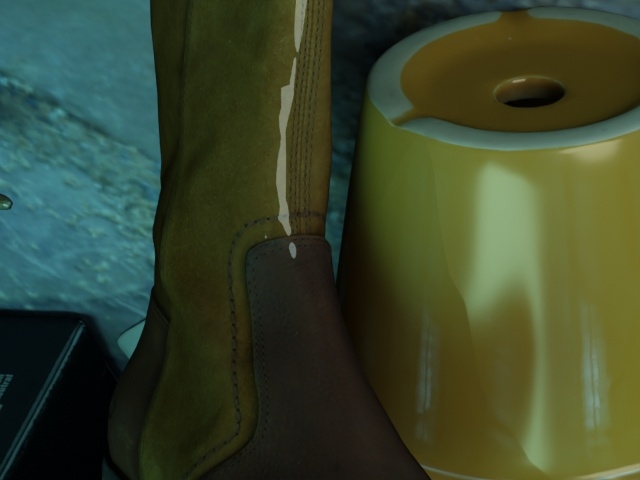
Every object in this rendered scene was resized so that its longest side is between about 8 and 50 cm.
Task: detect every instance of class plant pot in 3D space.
[{"bbox_3d":[0.087,0.015,0.751,0.205,0.205,0.188,7,122,21],"label":"plant pot"}]

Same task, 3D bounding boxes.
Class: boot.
[{"bbox_3d":[0.000,0.000,0.675,0.096,0.281,0.264,5,180,-22],"label":"boot"}]

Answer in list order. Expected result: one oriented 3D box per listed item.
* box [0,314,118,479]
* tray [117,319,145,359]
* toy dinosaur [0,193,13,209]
[{"bbox_3d":[-0.290,0.213,1.140,0.395,0.212,0.294,1,135,26],"label":"box"},{"bbox_3d":[0.021,0.121,1.019,0.270,0.030,0.145,40,138,-18],"label":"tray"},{"bbox_3d":[-0.284,-0.015,0.952,0.295,0.127,0.200,-10,156,9],"label":"toy dinosaur"}]
